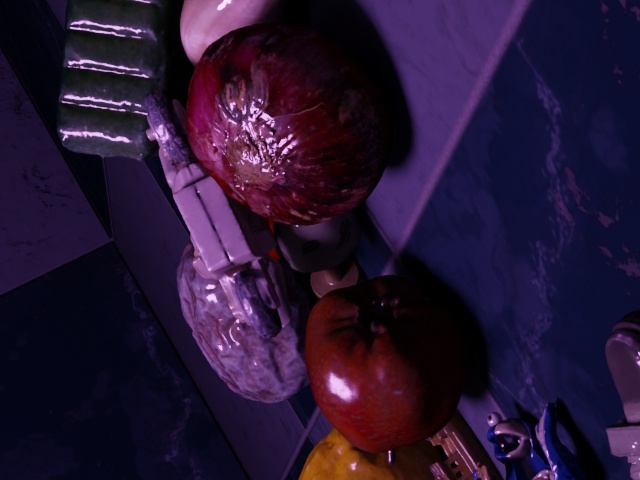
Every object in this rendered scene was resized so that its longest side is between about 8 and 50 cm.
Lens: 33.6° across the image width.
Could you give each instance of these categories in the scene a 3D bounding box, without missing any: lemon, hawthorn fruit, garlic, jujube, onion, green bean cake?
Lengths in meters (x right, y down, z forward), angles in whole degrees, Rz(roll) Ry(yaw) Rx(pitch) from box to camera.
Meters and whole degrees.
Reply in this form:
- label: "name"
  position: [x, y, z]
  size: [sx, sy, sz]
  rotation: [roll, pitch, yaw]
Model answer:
- label: "lemon"
  position: [0.088, 0.413, 1.553]
  size: [0.285, 0.285, 0.316]
  rotation: [124, 137, -70]
- label: "hawthorn fruit"
  position: [0.078, 0.175, 1.315]
  size: [0.208, 0.208, 0.248]
  rotation: [43, 145, 46]
- label: "garlic"
  position: [-0.090, -0.277, 1.304]
  size: [0.164, 0.145, 0.245]
  rotation: [28, 155, 3]
- label: "jujube"
  position: [-0.115, 0.120, 1.781]
  size: [0.317, 0.226, 0.226]
  rotation: [63, 163, -18]
- label: "onion"
  position: [-0.032, -0.134, 1.204]
  size: [0.246, 0.190, 0.246]
  rotation: [25, 146, 18]
- label: "green bean cake"
  position: [-0.263, -0.286, 1.572]
  size: [0.300, 0.169, 0.308]
  rotation: [-66, -16, -74]

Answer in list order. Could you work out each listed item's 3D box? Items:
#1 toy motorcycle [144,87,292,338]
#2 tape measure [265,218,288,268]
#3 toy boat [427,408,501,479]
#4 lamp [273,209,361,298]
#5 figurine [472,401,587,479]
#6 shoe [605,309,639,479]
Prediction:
- label: "toy motorcycle"
  position: [-0.128, -0.034, 1.367]
  size: [0.223, 0.107, 0.341]
  rotation: [-45, -70, -86]
- label: "tape measure"
  position: [-0.097, -0.098, 1.563]
  size: [0.253, 0.114, 0.260]
  rotation: [58, 158, 14]
- label: "toy boat"
  position: [0.188, 0.309, 1.419]
  size: [0.206, 0.072, 0.064]
  rotation: [59, 163, 15]
- label: "lamp"
  position: [0.000, 0.000, 1.434]
  size: [0.121, 0.121, 0.215]
  rotation: [50, 172, 34]
- label: "figurine"
  position: [0.257, 0.309, 1.181]
  size: [0.164, 0.120, 0.262]
  rotation: [-38, 54, 47]
- label: "shoe"
  position: [0.292, 0.214, 0.879]
  size: [0.293, 0.149, 0.109]
  rotation: [60, 163, 4]
